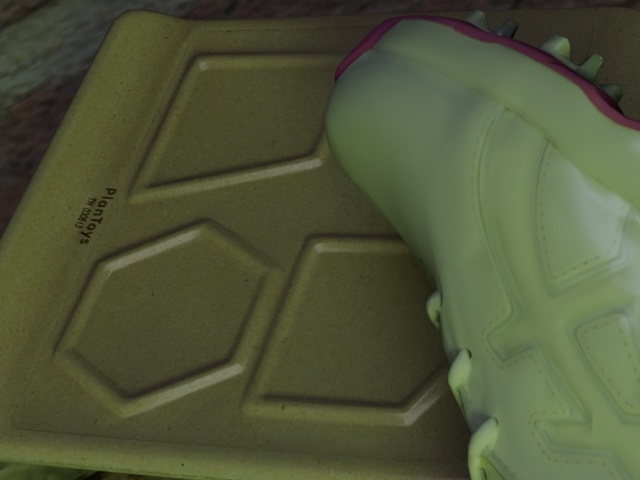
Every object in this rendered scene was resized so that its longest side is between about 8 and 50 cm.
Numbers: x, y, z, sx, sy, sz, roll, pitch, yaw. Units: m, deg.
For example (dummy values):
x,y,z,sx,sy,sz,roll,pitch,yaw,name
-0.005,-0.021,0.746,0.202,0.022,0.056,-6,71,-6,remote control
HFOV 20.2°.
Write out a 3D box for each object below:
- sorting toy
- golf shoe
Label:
x,y,z,sx,sy,sz,roll,pitch,yaw,name
0.000,0.000,0.582,0.208,0.038,0.193,5,52,22,sorting toy
0.075,0.058,0.427,0.140,0.115,0.306,-42,53,-3,golf shoe
